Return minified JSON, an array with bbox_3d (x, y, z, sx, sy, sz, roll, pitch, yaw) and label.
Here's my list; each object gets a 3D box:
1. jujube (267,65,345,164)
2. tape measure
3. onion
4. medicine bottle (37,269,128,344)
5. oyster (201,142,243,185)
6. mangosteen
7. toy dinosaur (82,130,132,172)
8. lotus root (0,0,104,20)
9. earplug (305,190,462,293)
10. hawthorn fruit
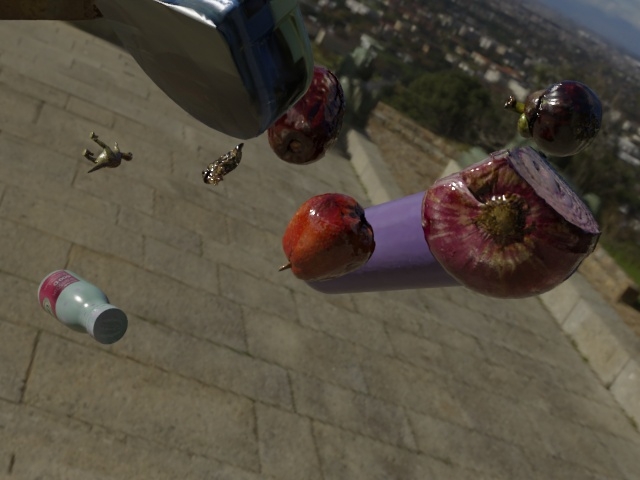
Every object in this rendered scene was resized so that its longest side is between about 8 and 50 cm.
[{"bbox_3d":[-0.037,-0.284,1.909,0.183,0.183,0.243,25,47,-8],"label":"jujube"},{"bbox_3d":[-0.131,-0.263,1.123,0.259,0.138,0.262,27,-21,35],"label":"tape measure"},{"bbox_3d":[0.296,-0.021,1.388,0.272,0.230,0.256,19,34,-54],"label":"onion"},{"bbox_3d":[-0.430,0.122,1.552,0.090,0.090,0.217,8,9,-42],"label":"medicine bottle"},{"bbox_3d":[-0.247,-0.196,2.161,0.086,0.132,0.029,21,-15,42],"label":"oyster"},{"bbox_3d":[0.506,-0.261,1.823,0.172,0.172,0.184,15,-2,-30],"label":"mangosteen"},{"bbox_3d":[-0.476,-0.176,1.938,0.126,0.039,0.162,30,31,-37],"label":"toy dinosaur"},{"bbox_3d":[-0.541,-0.520,1.666,0.375,0.111,0.390,30,40,33],"label":"lotus root"},{"bbox_3d":[0.136,0.016,1.856,0.456,0.215,0.215,-11,-6,38],"label":"earplug"},{"bbox_3d":[0.013,-0.007,1.629,0.173,0.179,0.173,19,51,-25],"label":"hawthorn fruit"}]
